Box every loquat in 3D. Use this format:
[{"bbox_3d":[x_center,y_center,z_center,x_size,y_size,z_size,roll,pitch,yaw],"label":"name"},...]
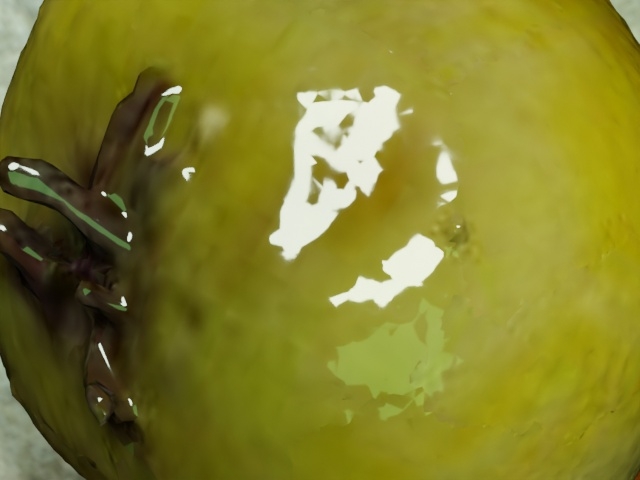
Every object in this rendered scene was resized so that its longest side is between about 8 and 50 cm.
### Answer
[{"bbox_3d":[0.002,0.005,0.426,0.213,0.213,0.213,0,113,-1],"label":"loquat"}]

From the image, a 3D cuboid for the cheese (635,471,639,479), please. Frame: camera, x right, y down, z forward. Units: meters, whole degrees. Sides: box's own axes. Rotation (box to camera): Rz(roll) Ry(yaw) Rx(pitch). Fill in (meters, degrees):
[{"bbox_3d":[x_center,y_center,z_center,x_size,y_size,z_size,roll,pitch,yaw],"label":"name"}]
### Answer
[{"bbox_3d":[0.099,0.077,0.549,0.106,0.037,0.256,18,112,-10],"label":"cheese"}]
